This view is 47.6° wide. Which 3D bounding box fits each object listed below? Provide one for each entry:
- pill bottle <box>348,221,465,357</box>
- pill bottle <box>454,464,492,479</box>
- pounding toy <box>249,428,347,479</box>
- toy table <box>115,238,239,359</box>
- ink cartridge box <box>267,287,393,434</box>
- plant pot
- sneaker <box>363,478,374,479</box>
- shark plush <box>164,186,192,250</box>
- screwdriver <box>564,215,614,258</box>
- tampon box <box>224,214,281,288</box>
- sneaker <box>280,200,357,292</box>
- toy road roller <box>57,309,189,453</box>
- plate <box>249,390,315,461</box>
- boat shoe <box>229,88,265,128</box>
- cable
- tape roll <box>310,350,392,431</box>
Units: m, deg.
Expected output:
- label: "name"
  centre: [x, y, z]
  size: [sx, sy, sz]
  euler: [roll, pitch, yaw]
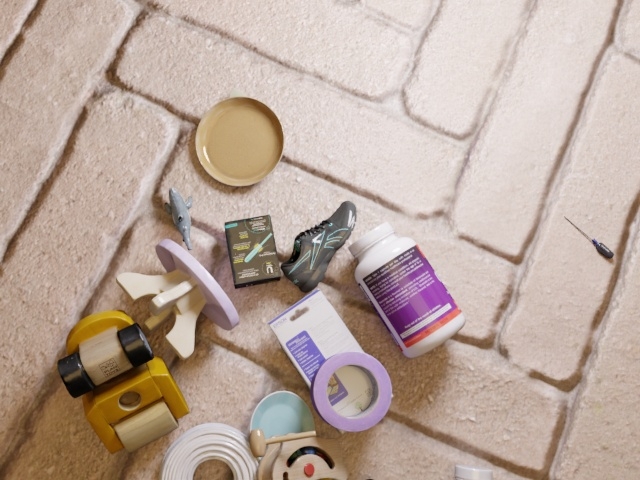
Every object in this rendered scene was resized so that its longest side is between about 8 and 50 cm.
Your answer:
- label: "pill bottle"
  centre: [0.208, 0.120, 1.820]
  size: [0.181, 0.181, 0.323]
  euler: [-31, 84, -11]
- label: "pill bottle"
  centre: [0.364, 0.663, 1.757]
  size: [0.124, 0.124, 0.222]
  euler: [8, 79, -4]
- label: "pounding toy"
  centre: [-0.046, 0.525, 1.677]
  size: [0.269, 0.155, 0.154]
  euler: [16, 64, -32]
- label: "toy table"
  centre: [-0.345, 0.144, 1.742]
  size: [0.274, 0.252, 0.161]
  euler: [42, 62, 14]
- label: "ink cartridge box"
  centre: [0.022, 0.301, 1.826]
  size: [0.165, 0.065, 0.333]
  euler: [-33, 85, -11]
- label: "plant pot"
  centre: [-0.209, -0.259, 1.908]
  size: [0.236, 0.032, 0.236]
  euler: [0, 88, 6]
- label: "sneaker"
  centre: [0.078, 0.757, 1.718]
  size: [0.323, 0.130, 0.236]
  euler: [-42, 94, -15]
- label: "shark plush"
  centre: [-0.363, -0.053, 1.854]
  size: [0.073, 0.067, 0.161]
  euler: [-4, 79, -7]
- label: "screwdriver"
  centre: [0.734, -0.014, 1.982]
  size: [0.170, 0.024, 0.025]
  euler: [47, 107, 6]
- label: "tampon box"
  centre: [-0.172, 0.030, 1.840]
  size: [0.120, 0.101, 0.161]
  euler: [-10, 81, -7]
- label: "sneaker"
  centre: [0.000, 0.000, 1.855]
  size: [0.106, 0.101, 0.267]
  euler: [35, 77, -15]
- label: "toy road roller"
  centre: [-0.474, 0.312, 1.731]
  size: [0.202, 0.240, 0.330]
  euler: [-26, 120, -10]
- label: "plate"
  centre: [-0.096, 0.463, 1.771]
  size: [0.188, 0.024, 0.188]
  euler: [11, 71, -34]
- label: "boat shoe"
  centre: [-0.195, -0.350, 1.946]
  size: [0.049, 0.042, 0.133]
  euler: [-43, 87, 5]
- label: "cable"
  centre: [-0.259, 0.569, 1.730]
  size: [0.257, 0.089, 0.257]
  euler: [-34, 84, -11]
- label: "tape roll"
  centre: [0.072, 0.362, 1.748]
  size: [0.189, 0.080, 0.189]
  euler: [1, 79, -5]
